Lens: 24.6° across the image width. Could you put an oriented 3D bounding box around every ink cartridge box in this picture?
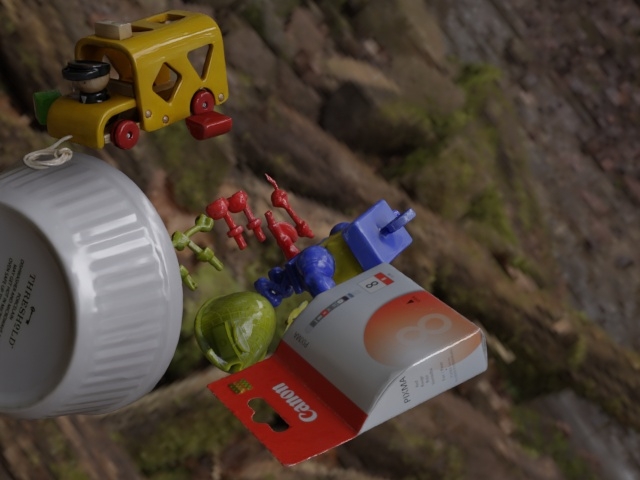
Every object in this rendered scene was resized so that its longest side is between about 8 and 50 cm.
[{"bbox_3d":[0.015,0.090,1.130,0.145,0.179,0.045,36,-37,54],"label":"ink cartridge box"}]

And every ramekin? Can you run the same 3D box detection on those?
[{"bbox_3d":[-0.279,0.052,1.446,0.273,0.273,0.127,56,32,11],"label":"ramekin"}]

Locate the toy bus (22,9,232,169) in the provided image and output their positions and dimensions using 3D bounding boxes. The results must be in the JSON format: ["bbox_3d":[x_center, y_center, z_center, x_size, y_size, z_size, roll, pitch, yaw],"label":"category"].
[{"bbox_3d":[-0.183,-0.155,1.377,0.202,0.191,0.104,-104,-172,-68],"label":"toy bus"}]

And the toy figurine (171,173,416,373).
[{"bbox_3d":[0.000,0.000,1.697,0.191,0.217,0.362,64,26,-4],"label":"toy figurine"}]
